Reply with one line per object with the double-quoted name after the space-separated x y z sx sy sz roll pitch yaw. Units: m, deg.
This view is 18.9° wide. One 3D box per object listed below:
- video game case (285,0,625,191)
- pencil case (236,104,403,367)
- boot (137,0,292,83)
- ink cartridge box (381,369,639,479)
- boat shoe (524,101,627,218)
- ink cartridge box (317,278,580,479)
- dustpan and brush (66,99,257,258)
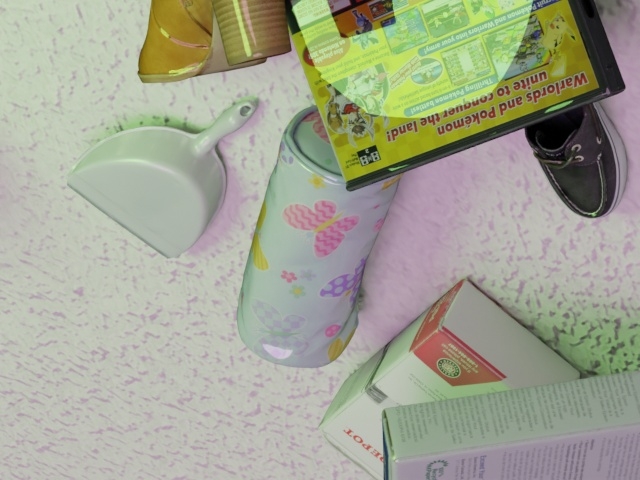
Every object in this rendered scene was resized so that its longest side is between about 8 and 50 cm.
0.091 -0.196 1.599 0.275 0.035 0.248 -19 91 37 "video game case"
0.000 0.000 1.816 0.124 0.113 0.273 8 134 -8 "pencil case"
-0.106 -0.251 1.678 0.295 0.104 0.211 176 82 -68 "boot"
0.224 0.237 1.835 0.330 0.071 0.324 -8 146 -3 "ink cartridge box"
0.206 -0.103 1.653 0.080 0.076 0.228 1 127 26 "boat shoe"
0.125 0.162 1.900 0.158 0.092 0.218 39 131 -7 "ink cartridge box"
-0.132 -0.075 1.870 0.147 0.060 0.211 37 141 -20 "dustpan and brush"
